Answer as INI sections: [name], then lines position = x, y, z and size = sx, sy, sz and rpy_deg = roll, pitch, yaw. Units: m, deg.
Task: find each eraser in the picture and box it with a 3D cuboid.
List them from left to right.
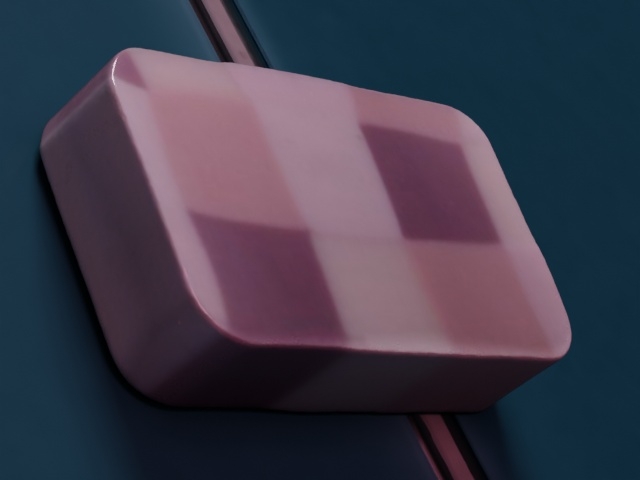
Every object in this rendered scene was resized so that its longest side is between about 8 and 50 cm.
[eraser]
position = 0.000, 0.000, 0.375
size = 0.105, 0.026, 0.065
rpy_deg = 5, 57, -46
